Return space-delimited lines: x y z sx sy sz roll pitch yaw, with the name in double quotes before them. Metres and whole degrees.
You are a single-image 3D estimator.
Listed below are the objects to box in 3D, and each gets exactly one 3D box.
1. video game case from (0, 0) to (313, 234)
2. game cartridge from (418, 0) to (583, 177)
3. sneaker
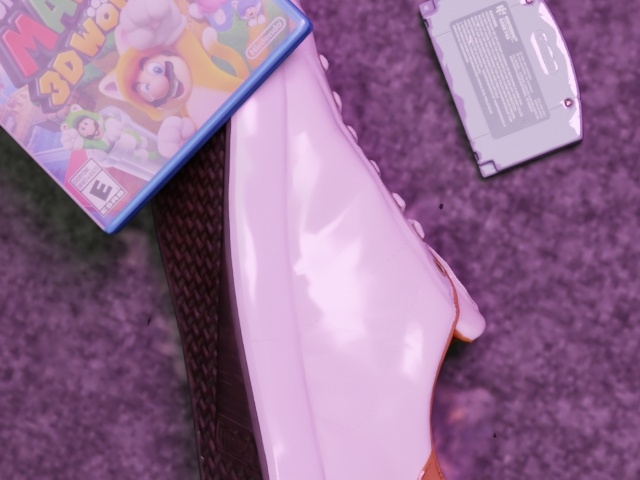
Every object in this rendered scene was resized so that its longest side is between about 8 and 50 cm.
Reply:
"video game case" -0.101 -0.102 0.801 0.166 0.015 0.119 45 97 8
"game cartridge" 0.083 -0.075 0.869 0.056 0.017 0.083 -21 85 12
"sneaker" 0.000 0.000 0.856 0.123 0.106 0.290 -2 77 -25
